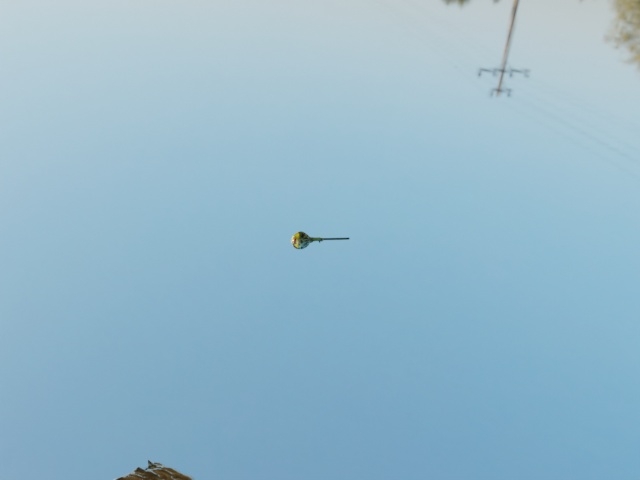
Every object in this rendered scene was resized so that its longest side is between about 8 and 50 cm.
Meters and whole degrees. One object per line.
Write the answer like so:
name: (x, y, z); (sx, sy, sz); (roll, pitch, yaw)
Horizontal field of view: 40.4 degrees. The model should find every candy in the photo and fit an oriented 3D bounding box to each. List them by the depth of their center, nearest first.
candy: (0.000, 0.000, 1.215); (0.083, 0.025, 0.023); (0, 170, -14)

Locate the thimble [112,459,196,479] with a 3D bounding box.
thimble: (-0.236, 0.447, 1.243); (0.229, 0.196, 0.148); (52, -164, 13)
